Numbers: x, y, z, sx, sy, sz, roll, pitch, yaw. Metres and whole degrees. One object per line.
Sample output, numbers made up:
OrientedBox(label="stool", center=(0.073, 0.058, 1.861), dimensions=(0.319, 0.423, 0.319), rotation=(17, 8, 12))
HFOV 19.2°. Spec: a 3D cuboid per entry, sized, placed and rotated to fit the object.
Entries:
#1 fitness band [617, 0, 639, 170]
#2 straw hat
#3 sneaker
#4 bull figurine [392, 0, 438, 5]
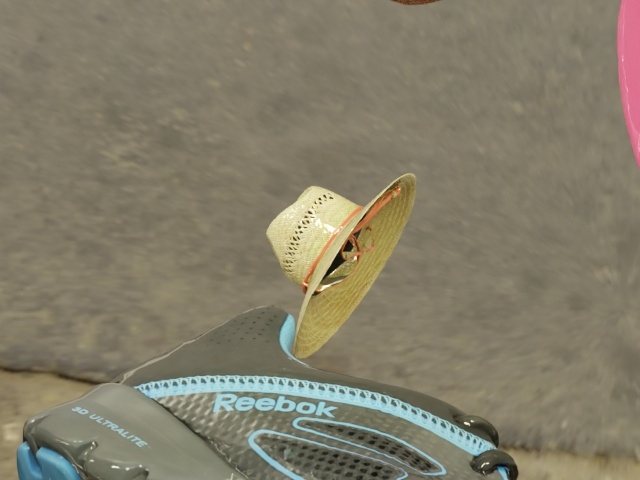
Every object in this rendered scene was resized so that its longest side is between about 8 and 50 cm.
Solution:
OrientedBox(label="fitness band", center=(0.221, -0.022, 0.644), dimensions=(0.209, 0.054, 0.291), rotation=(-34, 84, 42))
OrientedBox(label="straw hat", center=(0.000, 0.000, 1.201), dimensions=(0.061, 0.144, 0.144), rotation=(33, 93, 13))
OrientedBox(label="sneaker", center=(0.042, 0.119, 0.678), dimensions=(0.341, 0.125, 0.139), rotation=(29, 49, 33))
OrientedBox(label="bull figurine", center=(0.074, -0.240, 0.920), dimensions=(0.188, 0.101, 0.310), rotation=(-14, 52, 19))
